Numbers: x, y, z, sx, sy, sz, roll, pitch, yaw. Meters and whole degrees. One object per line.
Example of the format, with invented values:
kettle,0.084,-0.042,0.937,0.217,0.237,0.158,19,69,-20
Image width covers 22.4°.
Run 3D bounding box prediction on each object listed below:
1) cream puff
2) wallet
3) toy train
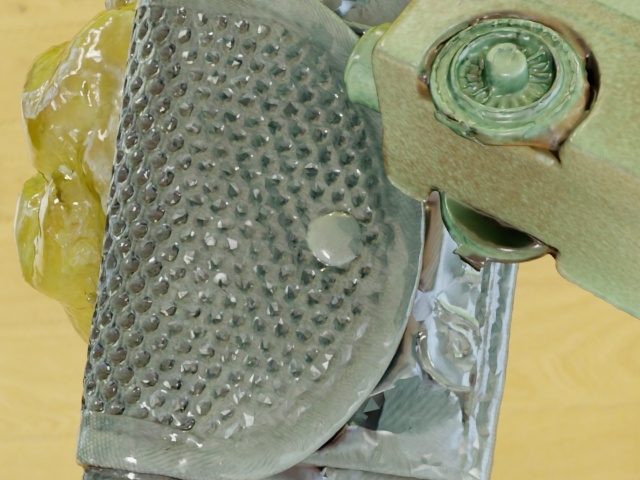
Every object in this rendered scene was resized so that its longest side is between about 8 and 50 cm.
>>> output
cream puff,-0.106,-0.081,1.298,0.275,0.378,0.378,28,72,36
wallet,0.000,0.000,0.887,0.237,0.075,0.342,10,83,-18
toy train,0.166,-0.040,0.763,0.326,0.129,0.159,29,61,25
